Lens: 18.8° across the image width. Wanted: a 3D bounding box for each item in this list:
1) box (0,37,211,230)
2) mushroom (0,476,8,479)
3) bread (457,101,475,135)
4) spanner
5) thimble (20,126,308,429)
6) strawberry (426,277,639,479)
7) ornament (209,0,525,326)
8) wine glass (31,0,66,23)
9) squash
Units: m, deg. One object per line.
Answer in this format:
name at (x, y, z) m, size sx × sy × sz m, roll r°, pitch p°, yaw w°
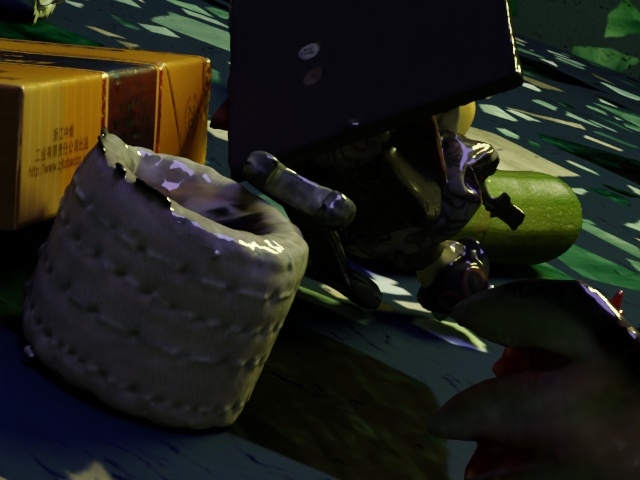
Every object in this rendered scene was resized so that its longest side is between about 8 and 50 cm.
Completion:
box at (-0.162, -0.057, 0.919) m, size 0.152 × 0.070 × 0.237 m, roll 6°, pitch 12°, yaw 16°
mushroom at (-0.123, 0.088, 0.422) m, size 0.247 × 0.108 × 0.096 m, roll 22°, pitch -28°, yaw -5°
bread at (0.036, -0.113, 1.476) m, size 0.134 × 0.085 × 0.173 m, roll 20°, pitch 11°, yaw -16°
spanner at (0.000, 0.000, 0.929) m, size 0.054 × 0.015 × 0.254 m, roll 26°, pitch -8°, yaw 10°
thimble at (-0.065, 0.015, 0.802) m, size 0.115 × 0.090 × 0.102 m, roll 34°, pitch 17°, yaw 37°
strawberry at (0.179, 0.128, 0.666) m, size 0.306 × 0.137 × 0.233 m, roll 20°, pitch 12°, yaw -46°
ornament at (0.050, -0.038, 1.036) m, size 0.166 × 0.196 × 0.153 m, roll -17°, pitch 39°, yaw 14°
wine glass at (-0.333, -0.281, 1.484) m, size 0.321 × 0.143 × 0.143 m, roll 19°, pitch 13°, yaw -2°
squash at (0.094, -0.016, 1.222) m, size 0.066 × 0.066 × 0.229 m, roll 30°, pitch 15°, yaw 33°
